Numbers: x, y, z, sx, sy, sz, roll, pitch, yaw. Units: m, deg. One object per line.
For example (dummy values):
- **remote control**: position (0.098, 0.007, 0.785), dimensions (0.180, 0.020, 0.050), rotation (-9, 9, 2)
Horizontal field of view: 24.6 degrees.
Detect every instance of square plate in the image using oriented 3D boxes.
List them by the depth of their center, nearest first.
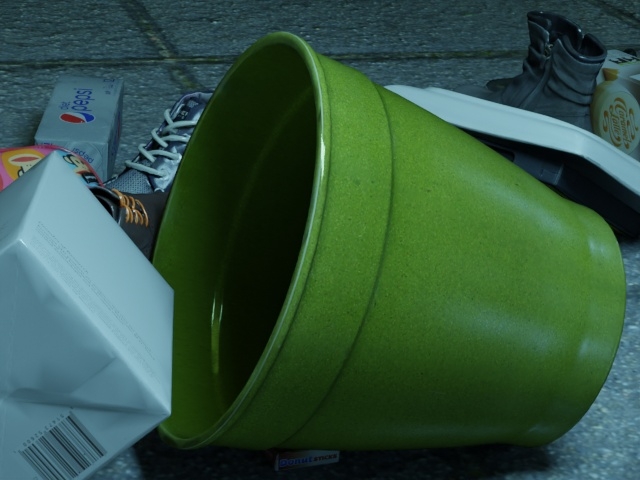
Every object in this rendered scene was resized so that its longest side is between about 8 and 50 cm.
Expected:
- **square plate**: position (0.283, -0.115, 1.882), dimensions (0.347, 0.049, 0.344), rotation (21, -1, 41)

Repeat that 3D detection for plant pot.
- **plant pot**: position (0.069, 0.040, 1.328), dimensions (0.353, 0.367, 0.366), rotation (16, 17, -24)

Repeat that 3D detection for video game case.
- **video game case**: position (0.252, -0.083, 1.867), dimensions (0.248, 0.035, 0.275), rotation (21, -1, 35)

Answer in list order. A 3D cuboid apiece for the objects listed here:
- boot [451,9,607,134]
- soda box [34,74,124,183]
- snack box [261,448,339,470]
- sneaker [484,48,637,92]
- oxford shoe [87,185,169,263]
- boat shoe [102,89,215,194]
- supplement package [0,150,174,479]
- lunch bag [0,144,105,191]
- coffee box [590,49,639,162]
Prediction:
- **boot**: position (0.310, -0.238, 2.162), dimensions (0.118, 0.223, 0.338), rotation (-10, 27, -28)
- **soda box**: position (-0.327, -0.141, 1.997), dimensions (0.098, 0.091, 0.286), rotation (3, 23, -5)
- **snack box**: position (-0.046, 0.165, 1.406), dimensions (0.064, 0.022, 0.178), rotation (-4, 24, -24)
- **sneaker**: position (0.396, -0.263, 2.392), dimensions (0.267, 0.106, 0.101), rotation (-2, 25, -11)
- **oxford shoe**: position (-0.196, -0.006, 1.422), dimensions (0.271, 0.098, 0.097), rotation (-22, 70, -48)
- **boat shoe**: position (-0.198, -0.098, 1.830), dimensions (0.127, 0.158, 0.340), rotation (22, 29, 37)
- **supplement package**: position (-0.236, 0.073, 1.177), dimensions (0.177, 0.175, 0.293), rotation (-37, 16, 6)
- **lunch bag**: position (-0.314, 0.039, 1.459), dimensions (0.293, 0.120, 0.258), rotation (-14, 63, -46)
- **coffee box**: position (0.477, -0.180, 2.159), dimensions (0.098, 0.141, 0.246), rotation (-11, 26, -32)
